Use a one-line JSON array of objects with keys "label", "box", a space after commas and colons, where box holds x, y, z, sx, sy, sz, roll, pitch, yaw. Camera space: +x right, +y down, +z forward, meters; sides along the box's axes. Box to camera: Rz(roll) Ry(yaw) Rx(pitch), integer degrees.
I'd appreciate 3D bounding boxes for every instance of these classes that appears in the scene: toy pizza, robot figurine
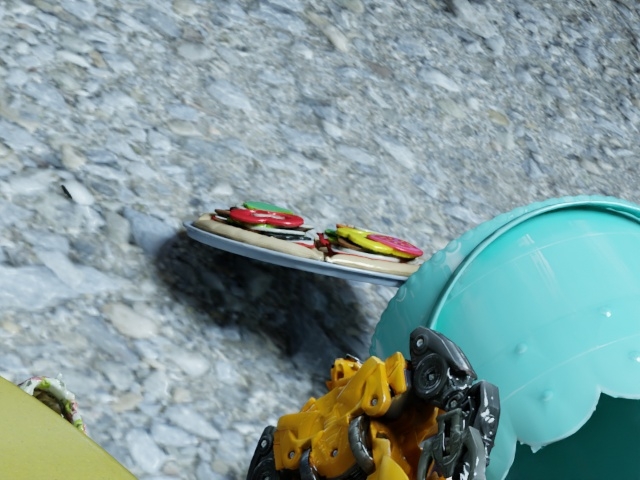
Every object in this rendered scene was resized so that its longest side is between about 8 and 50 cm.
[{"label": "toy pizza", "box": [0.000, 0.000, 1.114, 0.201, 0.032, 0.201, 12, 4, -1]}, {"label": "robot figurine", "box": [0.039, 0.194, 0.875, 0.085, 0.211, 0.291, 29, 39, -35]}]

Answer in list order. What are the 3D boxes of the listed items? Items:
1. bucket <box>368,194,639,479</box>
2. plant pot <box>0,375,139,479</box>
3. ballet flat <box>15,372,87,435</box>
[{"label": "bucket", "box": [0.174, 0.114, 1.047, 0.281, 0.281, 0.183, 11, 38, -36]}, {"label": "plant pot", "box": [-0.199, 0.165, 0.673, 0.212, 0.212, 0.187, 6, 32, -41]}, {"label": "ballet flat", "box": [-0.141, 0.171, 0.819, 0.091, 0.077, 0.241, 18, 37, -47]}]
